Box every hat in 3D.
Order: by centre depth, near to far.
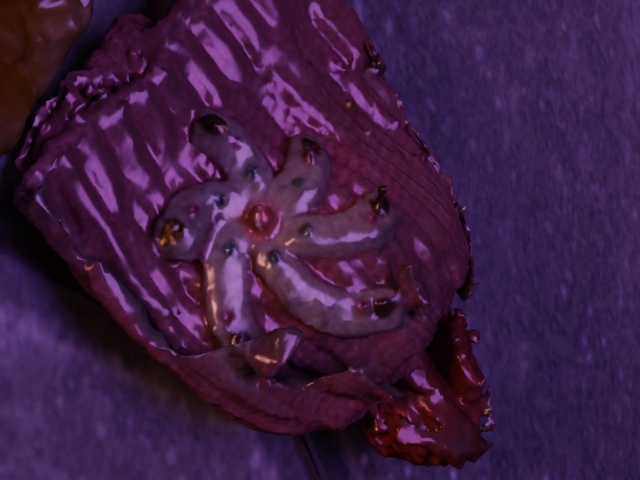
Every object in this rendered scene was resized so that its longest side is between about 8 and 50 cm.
[{"bbox_3d":[0.000,0.000,0.882,0.286,0.107,0.237,54,53,-21],"label":"hat"}]

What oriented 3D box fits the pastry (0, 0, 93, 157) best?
[{"bbox_3d":[-0.196,-0.143,0.644,0.329,0.136,0.330,20,65,-50],"label":"pastry"}]
